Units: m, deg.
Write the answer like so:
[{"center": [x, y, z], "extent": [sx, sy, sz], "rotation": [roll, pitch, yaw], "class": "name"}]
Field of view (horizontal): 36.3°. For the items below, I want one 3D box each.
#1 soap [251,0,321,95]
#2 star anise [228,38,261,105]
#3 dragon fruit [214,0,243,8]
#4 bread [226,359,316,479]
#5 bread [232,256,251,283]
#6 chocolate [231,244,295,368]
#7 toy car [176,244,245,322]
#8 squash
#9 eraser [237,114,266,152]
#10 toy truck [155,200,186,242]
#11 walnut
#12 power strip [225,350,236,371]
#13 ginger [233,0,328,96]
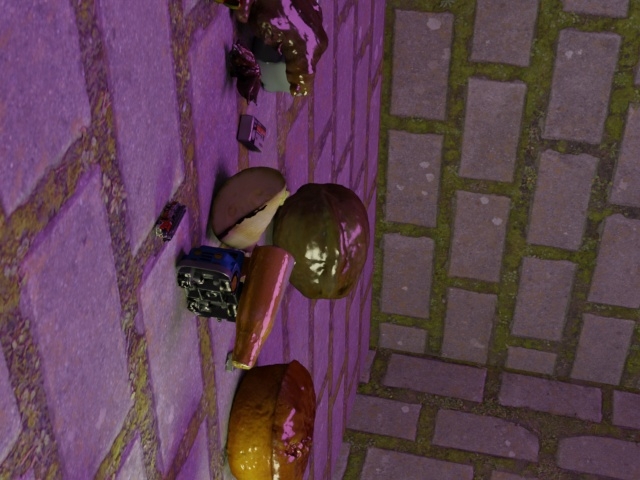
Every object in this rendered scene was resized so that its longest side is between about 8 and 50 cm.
[{"center": [-0.062, -0.447, 1.973], "extent": [0.160, 0.088, 0.265], "rotation": [62, 37, -72], "class": "soap"}, {"center": [-0.136, -0.306, 1.783], "extent": [0.129, 0.056, 0.124], "rotation": [-85, 162, -77], "class": "star anise"}, {"center": [-0.136, -0.442, 1.566], "extent": [0.142, 0.175, 0.138], "rotation": [-130, -128, -62], "class": "dragon fruit"}, {"center": [-0.105, 0.424, 2.219], "extent": [0.312, 0.173, 0.312], "rotation": [3, 90, -80], "class": "bread"}, {"center": [-0.152, 0.096, 1.922], "extent": [0.139, 0.084, 0.074], "rotation": [-64, 161, -57], "class": "bread"}, {"center": [-0.109, 0.116, 1.672], "extent": [0.085, 0.086, 0.219], "rotation": [79, 25, -61], "class": "chocolate"}, {"center": [-0.181, 0.067, 1.702], "extent": [0.191, 0.097, 0.100], "rotation": [82, 19, -58], "class": "toy car"}, {"center": [-0.123, -0.065, 1.885], "extent": [0.169, 0.093, 0.252], "rotation": [-37, 168, 4], "class": "squash"}, {"center": [-0.134, -0.210, 1.932], "extent": [0.122, 0.029, 0.052], "rotation": [36, 63, -77], "class": "eraser"}, {"center": [-0.235, -0.029, 1.525], "extent": [0.083, 0.032, 0.024], "rotation": [-68, 167, -49], "class": "toy truck"}, {"center": [0.000, 0.000, 2.298], "extent": [0.283, 0.228, 0.282], "rotation": [169, -90, -69], "class": "walnut"}, {"center": [-0.181, 0.252, 2.074], "extent": [0.090, 0.016, 0.040], "rotation": [-19, 117, -78], "class": "power strip"}, {"center": [-0.073, -0.415, 1.783], "extent": [0.166, 0.080, 0.333], "rotation": [-54, 133, -28], "class": "ginger"}]
